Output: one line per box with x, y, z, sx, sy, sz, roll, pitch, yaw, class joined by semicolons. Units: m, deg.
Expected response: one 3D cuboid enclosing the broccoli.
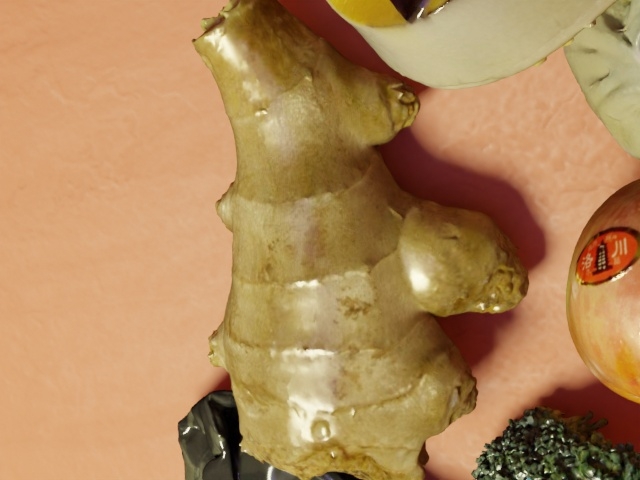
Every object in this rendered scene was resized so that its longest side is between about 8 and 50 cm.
0.197;0.203;0.971;0.160;0.154;0.167;21;120;-34;broccoli

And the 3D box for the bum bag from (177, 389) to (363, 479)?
0.022;0.245;1.050;0.341;0.095;0.144;32;139;8;bum bag

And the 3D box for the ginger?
0.022;0.001;0.934;0.236;0.166;0.375;6;115;26;ginger

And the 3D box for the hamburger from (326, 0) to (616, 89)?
0.124;-0.231;0.797;0.295;0.151;0.227;-34;61;30;hamburger

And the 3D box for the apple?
0.264;0.043;0.846;0.210;0.209;0.164;17;94;12;apple

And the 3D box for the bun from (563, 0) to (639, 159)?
0.250;-0.141;0.830;0.178;0.128;0.193;-27;95;25;bun
